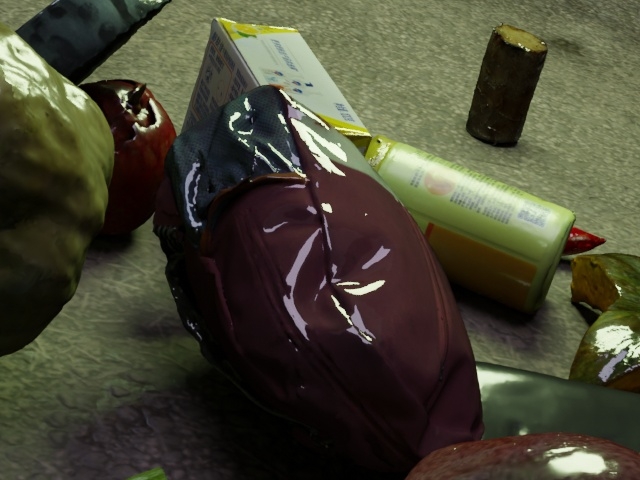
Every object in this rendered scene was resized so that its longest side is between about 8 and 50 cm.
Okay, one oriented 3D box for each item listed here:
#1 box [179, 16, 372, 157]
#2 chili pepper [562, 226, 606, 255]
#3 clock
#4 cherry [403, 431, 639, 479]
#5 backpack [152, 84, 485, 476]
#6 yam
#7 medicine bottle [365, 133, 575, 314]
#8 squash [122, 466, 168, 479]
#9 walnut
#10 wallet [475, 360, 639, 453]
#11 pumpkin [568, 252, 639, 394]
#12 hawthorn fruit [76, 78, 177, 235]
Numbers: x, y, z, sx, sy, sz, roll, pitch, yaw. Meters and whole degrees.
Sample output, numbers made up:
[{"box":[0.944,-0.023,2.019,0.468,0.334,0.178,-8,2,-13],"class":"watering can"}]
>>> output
[{"box":[-0.054,-0.100,1.616,0.097,0.168,0.265,8,26,-24],"class":"box"},{"box":[0.186,-0.012,1.721,0.268,0.059,0.050,13,67,-14],"class":"chili pepper"},{"box":[-0.263,-0.160,1.479,0.061,0.312,0.312,51,26,-8],"class":"clock"},{"box":[0.140,0.234,1.041,0.206,0.239,0.239,58,30,-4],"class":"cherry"},{"box":[0.007,0.062,1.289,0.283,0.197,0.317,40,18,-41],"class":"backpack"},{"box":[0.233,-0.193,1.991,0.079,0.141,0.079,12,28,-6],"class":"yam"},{"box":[0.131,-0.018,1.617,0.239,0.124,0.124,21,26,11],"class":"medicine bottle"},{"box":[-0.127,0.226,0.952,0.123,0.170,0.170,-9,33,-17],"class":"squash"},{"box":[-0.302,-0.039,1.206,0.277,0.253,0.282,23,-23,-38],"class":"walnut"},{"box":[0.293,0.201,1.340,0.378,0.051,0.197,13,35,-6],"class":"wallet"},{"box":[0.362,0.100,1.544,0.258,0.095,0.290,13,23,1],"class":"pumpkin"},{"box":[-0.199,-0.085,1.494,0.148,0.172,0.148,23,44,-25],"class":"hawthorn fruit"}]
